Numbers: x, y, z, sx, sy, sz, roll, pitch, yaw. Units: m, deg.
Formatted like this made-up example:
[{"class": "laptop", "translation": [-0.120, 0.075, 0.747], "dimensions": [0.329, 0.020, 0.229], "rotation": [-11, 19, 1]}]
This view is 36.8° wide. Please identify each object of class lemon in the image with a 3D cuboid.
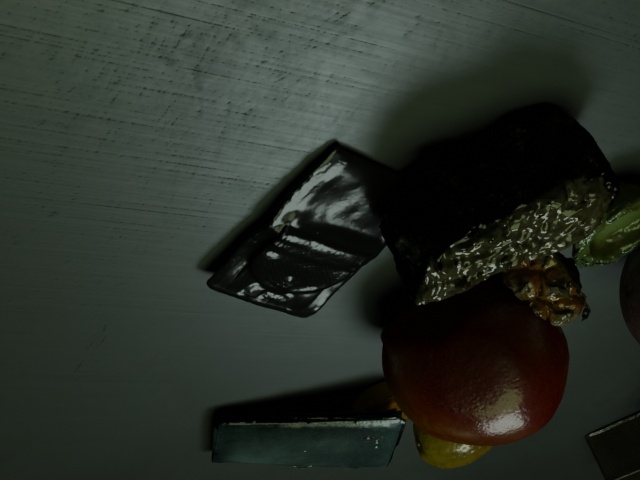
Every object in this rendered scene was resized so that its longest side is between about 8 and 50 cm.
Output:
[{"class": "lemon", "translation": [0.293, 0.391, 2.045], "dimensions": [0.207, 0.170, 0.170], "rotation": [-29, 145, 2]}]

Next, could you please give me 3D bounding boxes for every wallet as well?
[{"class": "wallet", "translation": [-0.029, 0.401, 1.931], "dimensions": [0.379, 0.046, 0.190], "rotation": [2, 139, -9]}, {"class": "wallet", "translation": [0.000, 0.000, 1.475], "dimensions": [0.247, 0.041, 0.323], "rotation": [19, 124, -44]}]

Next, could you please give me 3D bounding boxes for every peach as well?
[{"class": "peach", "translation": [0.262, 0.213, 1.694], "dimensions": [0.333, 0.307, 0.307], "rotation": [11, 138, -10]}]

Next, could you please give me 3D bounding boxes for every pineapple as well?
[{"class": "pineapple", "translation": [0.357, 0.037, 1.612], "dimensions": [0.115, 0.236, 0.186], "rotation": [-33, -172, 22]}]

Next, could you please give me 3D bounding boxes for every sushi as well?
[{"class": "sushi", "translation": [0.263, -0.043, 1.418], "dimensions": [0.350, 0.170, 0.211], "rotation": [-27, 144, 3]}]

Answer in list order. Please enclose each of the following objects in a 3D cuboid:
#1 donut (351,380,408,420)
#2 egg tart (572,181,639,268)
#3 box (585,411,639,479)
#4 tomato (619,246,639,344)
[{"class": "donut", "translation": [0.130, 0.343, 1.987], "dimensions": [0.152, 0.058, 0.152], "rotation": [-14, 145, -10]}, {"class": "egg tart", "translation": [0.508, -0.033, 1.652], "dimensions": [0.197, 0.078, 0.197], "rotation": [-16, 147, -11]}, {"class": "box", "translation": [0.849, 0.595, 2.621], "dimensions": [0.184, 0.143, 0.273], "rotation": [-26, 146, 8]}, {"class": "tomato", "translation": [0.696, 0.091, 1.721], "dimensions": [0.317, 0.282, 0.316], "rotation": [-27, 161, -10]}]
